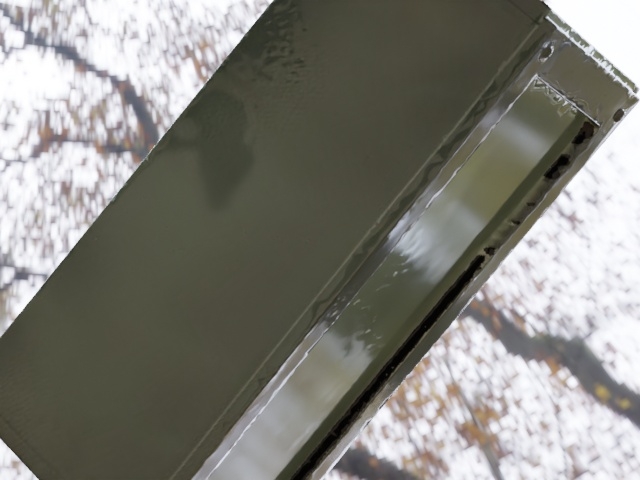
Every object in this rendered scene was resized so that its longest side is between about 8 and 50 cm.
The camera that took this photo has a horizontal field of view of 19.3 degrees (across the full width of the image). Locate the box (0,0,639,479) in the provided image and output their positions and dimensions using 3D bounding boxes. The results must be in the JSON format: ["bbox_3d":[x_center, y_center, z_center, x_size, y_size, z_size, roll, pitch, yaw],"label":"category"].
[{"bbox_3d":[0.000,0.000,0.658,0.086,0.129,0.225,43,-80,21],"label":"box"}]
